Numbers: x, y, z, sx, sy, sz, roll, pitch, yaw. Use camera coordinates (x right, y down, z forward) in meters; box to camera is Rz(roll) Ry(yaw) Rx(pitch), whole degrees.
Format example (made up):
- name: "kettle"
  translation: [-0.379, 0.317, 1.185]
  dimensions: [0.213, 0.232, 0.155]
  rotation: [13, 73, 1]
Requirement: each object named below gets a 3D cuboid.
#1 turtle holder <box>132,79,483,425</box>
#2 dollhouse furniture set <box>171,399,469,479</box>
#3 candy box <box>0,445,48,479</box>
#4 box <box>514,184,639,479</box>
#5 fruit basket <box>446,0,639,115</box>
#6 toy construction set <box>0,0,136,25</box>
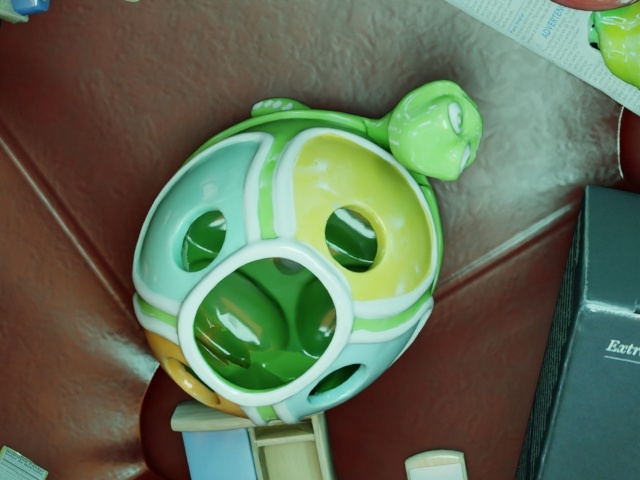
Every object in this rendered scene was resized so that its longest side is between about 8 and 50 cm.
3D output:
- name: "turtle holder"
  translation: [0.001, 0.019, 1.540]
  dimensions: [0.320, 0.227, 0.243]
  rotation: [-16, 105, 11]
- name: "dollhouse furniture set"
  translation: [-0.012, 0.269, 1.583]
  dimensions: [0.286, 0.303, 0.198]
  rotation: [-8, 108, 9]
- name: "candy box"
  translation: [-0.300, 0.270, 1.676]
  dimensions: [0.053, 0.187, 0.109]
  rotation: [33, 108, -8]
- name: "box"
  translation: [0.312, 0.193, 1.544]
  dimensions: [0.293, 0.212, 0.395]
  rotation: [11, 118, 2]
- name: "fruit basket"
  translation: [0.260, -0.216, 1.439]
  dimensions: [0.353, 0.165, 0.327]
  rotation: [35, 147, 6]
- name: "toy construction set"
  translation: [-0.278, -0.244, 1.479]
  dimensions: [0.309, 0.237, 0.257]
  rotation: [15, 109, 1]
